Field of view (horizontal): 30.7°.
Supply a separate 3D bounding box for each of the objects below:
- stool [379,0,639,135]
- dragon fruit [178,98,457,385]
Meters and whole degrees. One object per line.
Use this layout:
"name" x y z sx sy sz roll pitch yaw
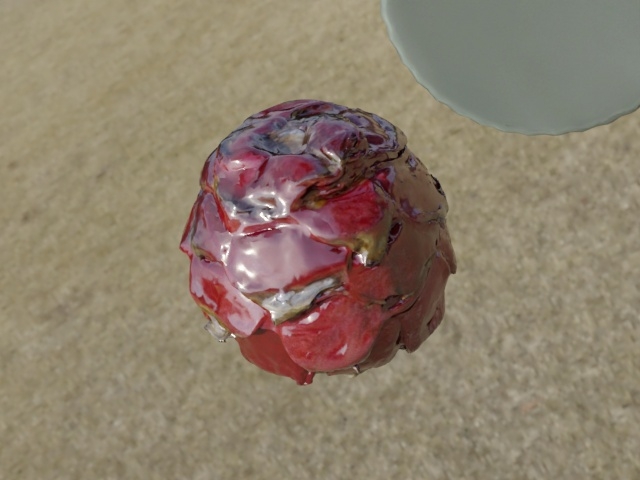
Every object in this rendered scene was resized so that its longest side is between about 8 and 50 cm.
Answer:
"stool" 0.181 -0.259 0.955 0.297 0.297 0.330 -21 23 20
"dragon fruit" -0.003 -0.001 1.316 0.329 0.329 0.329 -25 22 11
